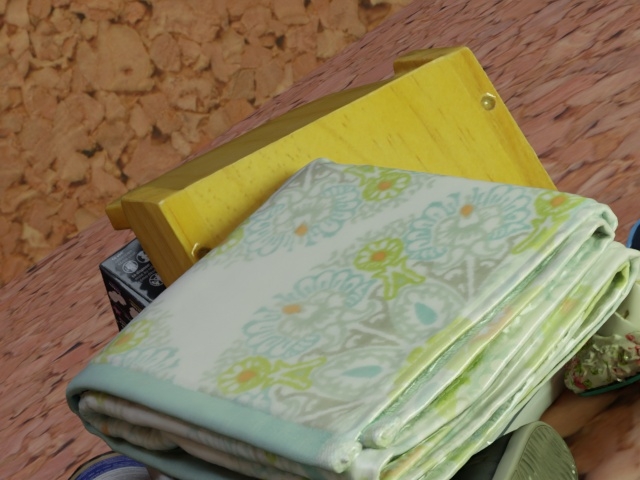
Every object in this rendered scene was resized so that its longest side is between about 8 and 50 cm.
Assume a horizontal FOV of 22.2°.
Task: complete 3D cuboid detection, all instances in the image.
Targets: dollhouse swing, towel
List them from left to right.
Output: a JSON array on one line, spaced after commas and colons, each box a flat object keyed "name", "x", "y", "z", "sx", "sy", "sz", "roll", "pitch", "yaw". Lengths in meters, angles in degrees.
[{"name": "dollhouse swing", "x": 0.000, "y": 0.000, "z": 1.614, "sx": 0.347, "sy": 0.315, "sz": 0.305, "roll": -29, "pitch": -5, "yaw": -22}, {"name": "towel", "x": 0.017, "y": 0.068, "z": 1.254, "sx": 0.320, "sy": 0.090, "sz": 0.374, "roll": -41, "pitch": 32, "yaw": -29}]

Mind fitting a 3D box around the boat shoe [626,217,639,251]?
[{"name": "boat shoe", "x": 0.373, "y": -0.046, "z": 1.342, "sx": 0.258, "sy": 0.109, "sz": 0.089, "roll": -49, "pitch": 22, "yaw": 0}]

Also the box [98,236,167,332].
[{"name": "box", "x": -0.089, "y": 0.038, "z": 1.775, "sx": 0.247, "sy": 0.142, "sz": 0.163, "roll": -38, "pitch": 57, "yaw": -23}]

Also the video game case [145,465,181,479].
[{"name": "video game case", "x": -0.039, "y": 0.179, "z": 1.350, "sx": 0.206, "sy": 0.026, "sz": 0.227, "roll": -2, "pitch": 8, "yaw": -14}]

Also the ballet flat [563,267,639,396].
[{"name": "ballet flat", "x": 0.279, "y": 0.043, "z": 1.237, "sx": 0.241, "sy": 0.077, "sz": 0.091, "roll": -25, "pitch": 17, "yaw": 28}]

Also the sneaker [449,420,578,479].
[{"name": "sneaker", "x": 0.091, "y": 0.214, "z": 1.089, "sx": 0.118, "sy": 0.083, "sz": 0.222, "roll": -32, "pitch": 6, "yaw": 34}]

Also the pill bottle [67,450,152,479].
[{"name": "pill bottle", "x": -0.149, "y": 0.255, "z": 1.332, "sx": 0.123, "sy": 0.123, "sz": 0.219, "roll": -34, "pitch": 15, "yaw": -7}]

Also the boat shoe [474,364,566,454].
[{"name": "boat shoe", "x": 0.151, "y": 0.102, "z": 1.311, "sx": 0.083, "sy": 0.076, "sz": 0.226, "roll": -23, "pitch": 17, "yaw": 31}]
